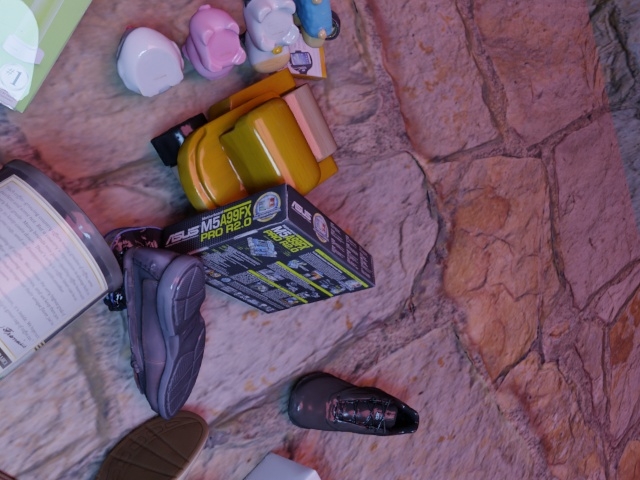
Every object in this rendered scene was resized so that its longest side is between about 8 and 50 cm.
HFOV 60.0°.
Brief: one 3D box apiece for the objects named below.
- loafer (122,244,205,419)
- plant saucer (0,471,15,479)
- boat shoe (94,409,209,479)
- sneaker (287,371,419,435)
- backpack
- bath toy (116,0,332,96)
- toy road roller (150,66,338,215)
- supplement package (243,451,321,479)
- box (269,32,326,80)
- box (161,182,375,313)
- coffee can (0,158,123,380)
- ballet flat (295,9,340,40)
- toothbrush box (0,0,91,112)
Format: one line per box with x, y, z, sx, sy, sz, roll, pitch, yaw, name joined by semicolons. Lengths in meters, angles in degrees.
-0.224;0.129;0.781;0.109;0.095;0.302;-52;160;-51;loafer
-0.469;0.410;0.652;0.278;0.041;0.277;4;83;-38;plant saucer
-0.271;0.376;0.785;0.302;0.109;0.098;-50;153;-42;boat shoe
0.070;0.313;1.037;0.286;0.130;0.109;15;79;-36;sneaker
-0.272;0.037;0.810;0.105;0.084;0.114;-6;97;-41;backpack
-0.157;-0.320;0.881;0.348;0.129;0.151;-24;142;-20;bath toy
-0.075;-0.146;0.883;0.329;0.241;0.202;-39;111;-34;toy road roller
-0.040;0.506;0.929;0.139;0.134;0.244;-39;110;-35;supplement package
-0.052;-0.354;1.057;0.136;0.028;0.081;-5;89;-37;box
-0.069;0.028;0.844;0.270;0.216;0.060;37;42;-51;box
-0.402;0.064;0.627;0.275;0.202;0.201;-45;114;-32;coffee can
-0.047;-0.419;1.020;0.203;0.074;0.074;11;79;-31;ballet flat
-0.382;-0.333;0.656;0.206;0.122;0.283;30;98;-33;toothbrush box
